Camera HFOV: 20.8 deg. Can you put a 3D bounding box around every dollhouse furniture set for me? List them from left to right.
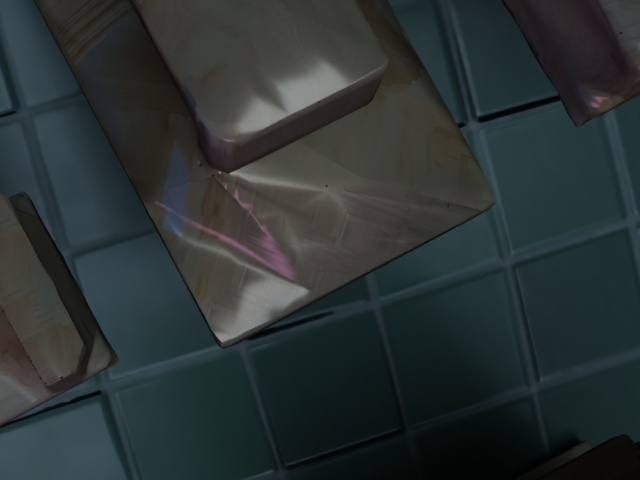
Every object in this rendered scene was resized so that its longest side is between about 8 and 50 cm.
[{"bbox_3d":[0.000,0.000,0.688,0.362,0.256,0.394,-28,85,-8],"label":"dollhouse furniture set"}]
